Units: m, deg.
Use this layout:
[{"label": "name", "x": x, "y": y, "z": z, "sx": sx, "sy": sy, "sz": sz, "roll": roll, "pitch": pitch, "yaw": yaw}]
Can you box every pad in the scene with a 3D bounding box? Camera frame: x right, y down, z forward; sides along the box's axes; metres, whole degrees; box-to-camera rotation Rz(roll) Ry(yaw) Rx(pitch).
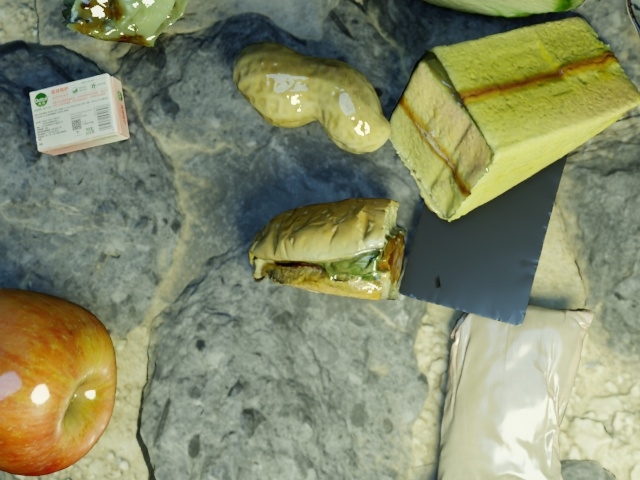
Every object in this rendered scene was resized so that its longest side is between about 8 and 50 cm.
[{"label": "pad", "x": 0.210, "y": -0.037, "z": 1.048, "sx": 0.159, "sy": 0.009, "sz": 0.265, "roll": 15, "pitch": 79, "yaw": 17}]

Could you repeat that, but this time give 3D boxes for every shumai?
[{"label": "shumai", "x": -0.282, "y": -0.401, "z": 1.096, "sx": 0.222, "sy": 0.225, "sz": 0.261, "roll": -31, "pitch": 74, "yaw": 20}]

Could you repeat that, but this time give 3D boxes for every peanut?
[{"label": "peanut", "x": -0.011, "y": -0.190, "z": 1.083, "sx": 0.229, "sy": 0.098, "sz": 0.103, "roll": 22, "pitch": 132, "yaw": 12}]

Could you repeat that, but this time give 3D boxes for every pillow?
[{"label": "pillow", "x": 0.235, "y": 0.210, "z": 1.021, "sx": 0.173, "sy": 0.067, "sz": 0.270, "roll": 5, "pitch": 87, "yaw": 17}]

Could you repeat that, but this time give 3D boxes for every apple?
[{"label": "apple", "x": -0.395, "y": 0.176, "z": 1.060, "sx": 0.241, "sy": 0.242, "sz": 0.242, "roll": 11, "pitch": 88, "yaw": 18}]

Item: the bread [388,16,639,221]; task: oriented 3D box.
[{"label": "bread", "x": 0.241, "y": -0.154, "z": 1.047, "sx": 0.264, "sy": 0.163, "sz": 0.168, "roll": -17, "pitch": 67, "yaw": -24}]

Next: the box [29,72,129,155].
[{"label": "box", "x": -0.340, "y": -0.176, "z": 1.170, "sx": 0.125, "sy": 0.043, "sz": 0.089, "roll": -10, "pitch": 85, "yaw": 10}]

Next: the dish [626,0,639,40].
[{"label": "dish", "x": 0.466, "y": -0.275, "z": 1.010, "sx": 0.190, "sy": 0.066, "sz": 0.191, "roll": -1, "pitch": 86, "yaw": 9}]

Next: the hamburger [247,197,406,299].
[{"label": "hamburger", "x": 0.000, "y": 0.000, "z": 1.045, "sx": 0.207, "sy": 0.155, "sz": 0.135, "roll": 6, "pitch": 83, "yaw": 19}]

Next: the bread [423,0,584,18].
[{"label": "bread", "x": 0.137, "y": -0.375, "z": 0.928, "sx": 0.382, "sy": 0.366, "sz": 0.129, "roll": 22, "pitch": 92, "yaw": 28}]
